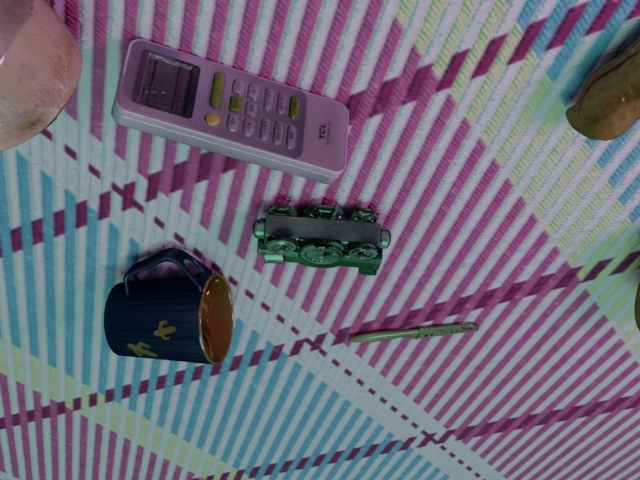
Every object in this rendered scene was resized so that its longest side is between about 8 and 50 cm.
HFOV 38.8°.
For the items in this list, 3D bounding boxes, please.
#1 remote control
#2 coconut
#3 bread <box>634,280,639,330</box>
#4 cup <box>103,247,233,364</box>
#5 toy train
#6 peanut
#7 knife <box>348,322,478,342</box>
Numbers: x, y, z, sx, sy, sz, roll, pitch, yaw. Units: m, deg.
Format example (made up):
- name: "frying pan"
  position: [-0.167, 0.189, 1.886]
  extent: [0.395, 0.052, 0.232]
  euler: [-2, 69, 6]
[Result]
- name: "remote control"
  position: [-0.090, -0.135, 0.961]
  extent: [0.250, 0.103, 0.034]
  euler: [16, 146, -15]
- name: "coconut"
  position: [-0.318, -0.170, 0.884]
  extent: [0.161, 0.161, 0.162]
  euler: [-6, 143, 14]
- name: "bread"
  position: [0.490, 0.050, 1.184]
  extent: [0.147, 0.098, 0.217]
  euler: [0, 148, 2]
- name: "cup"
  position: [-0.222, 0.095, 1.302]
  extent: [0.155, 0.131, 0.176]
  euler: [-3, 116, 15]
- name: "toy train"
  position: [0.000, 0.000, 1.181]
  extent: [0.178, 0.071, 0.104]
  euler: [4, 156, -4]
- name: "peanut"
  position: [0.324, -0.157, 0.922]
  extent: [0.080, 0.080, 0.174]
  euler: [21, 145, -24]
- name: "knife"
  position: [0.144, 0.147, 1.427]
  extent: [0.207, 0.014, 0.030]
  euler: [-8, 142, 14]
